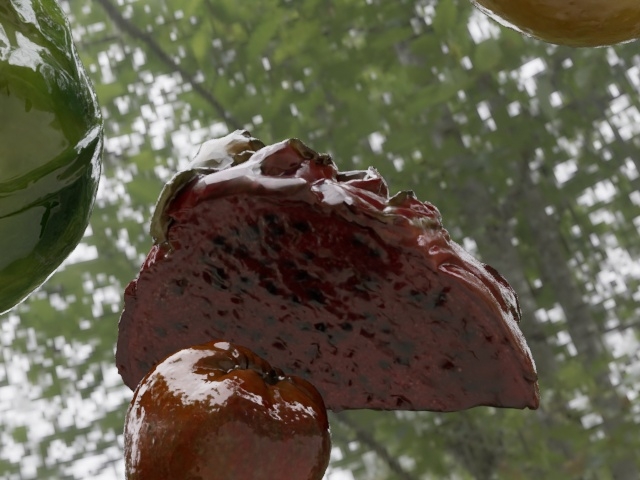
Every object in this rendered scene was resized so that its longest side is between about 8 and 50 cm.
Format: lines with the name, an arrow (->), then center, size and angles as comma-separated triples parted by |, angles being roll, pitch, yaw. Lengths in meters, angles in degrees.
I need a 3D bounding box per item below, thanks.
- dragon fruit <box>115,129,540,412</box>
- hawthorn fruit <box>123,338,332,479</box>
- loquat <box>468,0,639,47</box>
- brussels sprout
dragon fruit -> 0.000, 0.000, 1.065 | 0.317, 0.152, 0.205 | 0, -48, 22
hawthorn fruit -> -0.060, 0.137, 0.950 | 0.133, 0.133, 0.138 | 17, -79, -40
loquat -> 0.202, -0.279, 1.141 | 0.275, 0.275, 0.275 | -13, -36, -9
brussels sprout -> -0.405, -0.098, 1.566 | 0.361, 0.342, 0.425 | 19, -85, 1
